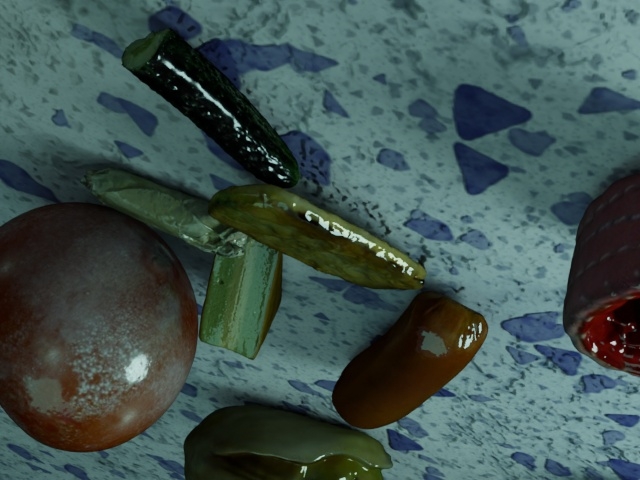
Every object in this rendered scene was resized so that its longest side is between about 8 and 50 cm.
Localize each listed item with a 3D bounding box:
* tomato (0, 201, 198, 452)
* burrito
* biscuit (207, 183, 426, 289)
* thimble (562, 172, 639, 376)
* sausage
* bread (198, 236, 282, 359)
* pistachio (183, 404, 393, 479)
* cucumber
[{"bbox_3d":[-0.250,0.082,1.363,0.227,0.270,0.270,-38,122,18],"label":"tomato"},{"bbox_3d":[-0.162,-0.033,1.322,0.188,0.045,0.058,22,136,6],"label":"burrito"},{"bbox_3d":[0.000,0.000,1.243,0.247,0.029,0.118,28,160,-38],"label":"biscuit"},{"bbox_3d":[0.290,0.030,1.038,0.163,0.125,0.189,24,151,-10],"label":"thimble"},{"bbox_3d":[0.092,0.139,1.398,0.089,0.083,0.300,36,149,-1],"label":"sausage"},{"bbox_3d":[-0.086,0.055,1.378,0.074,0.084,0.139,19,151,7],"label":"bread"},{"bbox_3d":[-0.048,0.314,1.717,0.288,0.166,0.197,13,174,7],"label":"pistachio"},{"bbox_3d":[-0.086,-0.111,1.125,0.052,0.058,0.214,-41,131,10],"label":"cucumber"}]
